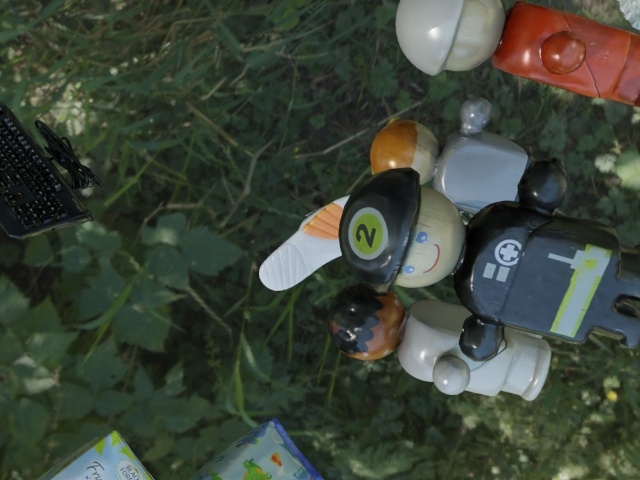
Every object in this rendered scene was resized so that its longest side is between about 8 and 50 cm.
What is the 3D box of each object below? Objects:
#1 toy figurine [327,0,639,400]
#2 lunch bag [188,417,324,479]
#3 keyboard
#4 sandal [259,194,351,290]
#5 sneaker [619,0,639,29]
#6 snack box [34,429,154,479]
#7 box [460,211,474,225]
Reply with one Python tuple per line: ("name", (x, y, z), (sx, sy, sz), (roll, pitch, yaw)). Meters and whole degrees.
("toy figurine", (0.085, -0.023, 0.449), (0.148, 0.213, 0.209), (14, 156, -2))
("lunch bag", (-0.089, 0.242, 0.660), (0.151, 0.129, 0.096), (-38, 87, 35))
("keyboard", (-0.271, -0.080, 0.706), (0.192, 0.100, 0.038), (45, 137, 30))
("sandal", (-0.007, -0.008, 1.472), (0.265, 0.076, 0.102), (-33, 111, 9))
("sneaker", (0.510, -0.427, 1.195), (0.095, 0.235, 0.090), (3, 161, -20))
("snack box", (-0.217, 0.223, 0.526), (0.070, 0.207, 0.174), (52, 153, -1))
("box", (0.353, 0.026, 1.691), (0.290, 0.169, 0.087), (42, 128, 27))
